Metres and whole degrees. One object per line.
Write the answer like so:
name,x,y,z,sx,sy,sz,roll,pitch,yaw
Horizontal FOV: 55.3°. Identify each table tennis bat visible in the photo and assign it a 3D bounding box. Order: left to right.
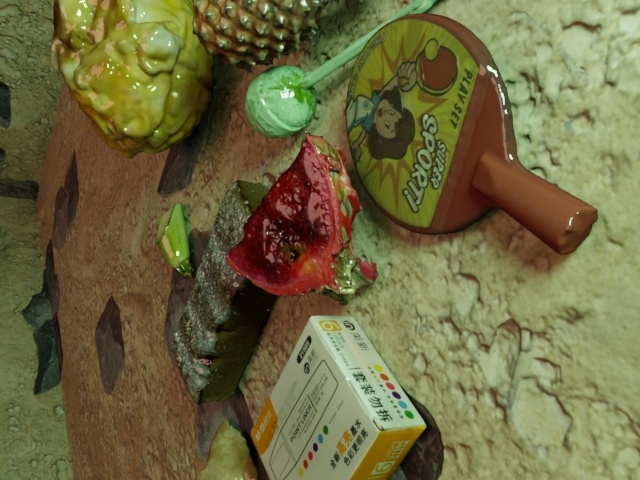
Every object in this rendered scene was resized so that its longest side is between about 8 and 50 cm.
table tennis bat,0.152,-0.116,0.739,0.415,0.051,0.268,47,136,43

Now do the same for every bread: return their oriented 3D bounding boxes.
bread,-0.171,0.104,1.152,0.165,0.113,0.417,50,126,43

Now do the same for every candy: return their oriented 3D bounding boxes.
candy,0.034,-0.275,0.914,0.439,0.119,0.119,-23,68,45

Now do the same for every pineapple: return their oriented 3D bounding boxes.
pineapple,-0.029,-0.373,0.874,0.361,0.175,0.175,-19,71,39

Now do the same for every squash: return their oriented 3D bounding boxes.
squash,-0.349,0.004,1.450,0.090,0.075,0.200,-30,61,21

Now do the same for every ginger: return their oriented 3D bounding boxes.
ginger,-0.197,0.441,1.167,0.193,0.122,0.115,-129,32,-51

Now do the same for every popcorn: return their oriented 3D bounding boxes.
popcorn,-0.383,-0.383,1.328,0.344,0.354,0.390,28,155,31

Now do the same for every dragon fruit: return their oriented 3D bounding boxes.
dragon fruit,0.000,0.000,0.898,0.262,0.134,0.212,-48,64,35

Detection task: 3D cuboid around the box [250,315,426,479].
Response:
box,0.012,0.279,0.889,0.221,0.091,0.274,53,128,44
